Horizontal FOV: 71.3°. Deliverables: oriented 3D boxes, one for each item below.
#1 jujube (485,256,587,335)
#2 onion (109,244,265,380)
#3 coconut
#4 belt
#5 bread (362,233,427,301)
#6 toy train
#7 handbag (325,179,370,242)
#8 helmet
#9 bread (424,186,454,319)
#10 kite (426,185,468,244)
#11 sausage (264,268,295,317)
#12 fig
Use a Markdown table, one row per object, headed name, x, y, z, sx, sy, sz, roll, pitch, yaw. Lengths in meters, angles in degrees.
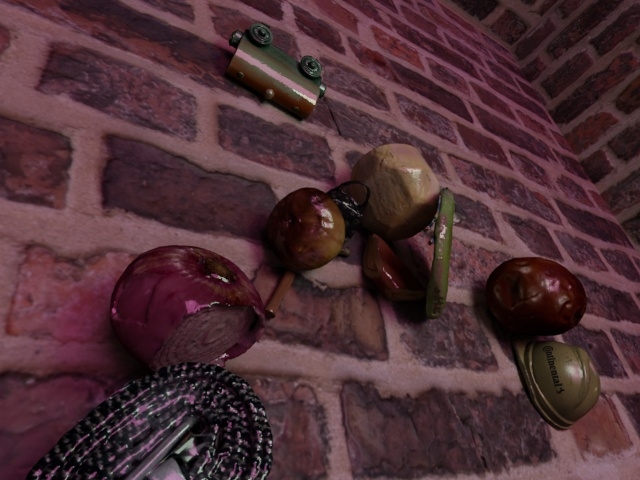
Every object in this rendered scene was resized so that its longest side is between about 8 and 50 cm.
| name | x | y | z | sx | sy | sz | roll | pitch | yaw |
| --- | --- | --- | --- | --- | --- | --- | --- | --- | --- |
| jujube | 0.580 | 0.155 | 1.192 | 0.317 | 0.223 | 0.223 | 16 | 48 | -42 |
| onion | -0.190 | 0.090 | 0.638 | 0.207 | 0.201 | 0.201 | -14 | 67 | -31 |
| coconut | 0.178 | -0.129 | 1.086 | 0.197 | 0.237 | 0.237 | -15 | 64 | -7 |
| belt | -0.186 | 0.286 | 0.486 | 0.206 | 0.161 | 0.295 | 31 | 39 | 12 |
| bread | 0.153 | 0.077 | 1.005 | 0.192 | 0.067 | 0.119 | 51 | 33 | 4 |
| toy train | -0.115 | -0.436 | 1.172 | 0.285 | 0.116 | 0.177 | 26 | 57 | -22 |
| handbag | 0.060 | -0.081 | 1.001 | 0.115 | 0.139 | 0.072 | 36 | 34 | -10 |
| helmet | 0.622 | 0.331 | 1.139 | 0.204 | 0.137 | 0.258 | 12 | 51 | -33 |
| bread | 0.275 | 0.028 | 1.014 | 0.045 | 0.302 | 0.301 | 7 | 41 | 15 |
| kite | 0.347 | -0.095 | 1.347 | 0.169 | 0.015 | 0.310 | 51 | 39 | 6 |
| sausage | -0.075 | 0.097 | 0.834 | 0.026 | 0.026 | 0.116 | 37 | 41 | -10 |
| fig | 0.005 | -0.002 | 0.897 | 0.230 | 0.143 | 0.160 | 28 | 74 | -29 |
